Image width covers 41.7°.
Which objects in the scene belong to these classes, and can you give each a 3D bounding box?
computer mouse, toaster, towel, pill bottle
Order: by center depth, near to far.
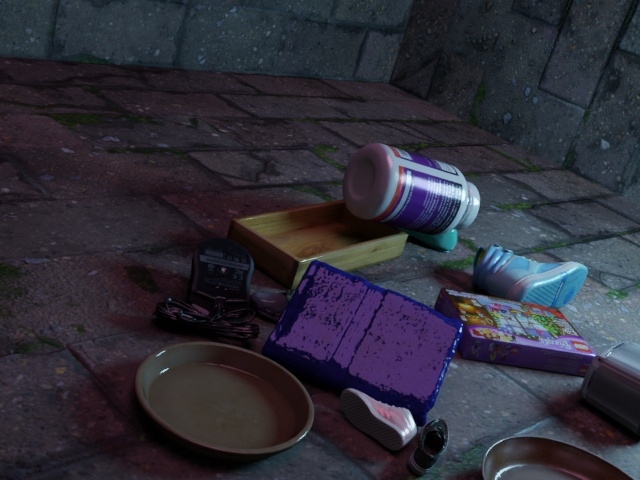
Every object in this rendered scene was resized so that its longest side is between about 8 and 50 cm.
[{"bbox_3d":[0.076,0.180,1.479,0.308,0.076,0.227,22,55,12],"label":"towel"},{"bbox_3d":[-0.198,0.096,1.563,0.189,0.072,0.272,14,33,-6],"label":"computer mouse"},{"bbox_3d":[0.606,0.282,1.623,0.146,0.129,0.227,29,27,35],"label":"toaster"},{"bbox_3d":[0.225,-0.114,2.021,0.323,0.181,0.181,13,21,-34],"label":"pill bottle"}]

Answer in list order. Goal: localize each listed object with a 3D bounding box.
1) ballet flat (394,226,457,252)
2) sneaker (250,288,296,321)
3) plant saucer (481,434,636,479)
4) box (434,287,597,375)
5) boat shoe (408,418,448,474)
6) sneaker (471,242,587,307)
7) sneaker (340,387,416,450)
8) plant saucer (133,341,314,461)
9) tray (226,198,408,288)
[{"bbox_3d":[0.241,-0.049,2.181,0.247,0.087,0.083,20,23,7],"label":"ballet flat"},{"bbox_3d":[-0.020,0.110,1.605,0.224,0.098,0.083,13,23,-11],"label":"sneaker"},{"bbox_3d":[0.383,0.409,1.262,0.311,0.050,0.310,14,23,-6],"label":"plant saucer"},{"bbox_3d":[0.408,0.192,1.777,0.293,0.057,0.201,10,24,-16],"label":"box"},{"bbox_3d":[0.179,0.318,1.326,0.049,0.040,0.142,36,27,7],"label":"boat shoe"},{"bbox_3d":[0.494,0.072,2.034,0.319,0.127,0.208,-6,33,-45],"label":"sneaker"},{"bbox_3d":[0.097,0.282,1.352,0.134,0.051,0.070,35,26,30],"label":"sneaker"},{"bbox_3d":[-0.147,0.245,1.276,0.278,0.041,0.278,15,22,-6],"label":"plant saucer"},{"bbox_3d":[0.000,0.000,1.914,0.203,0.076,0.411,31,27,30],"label":"tray"}]
